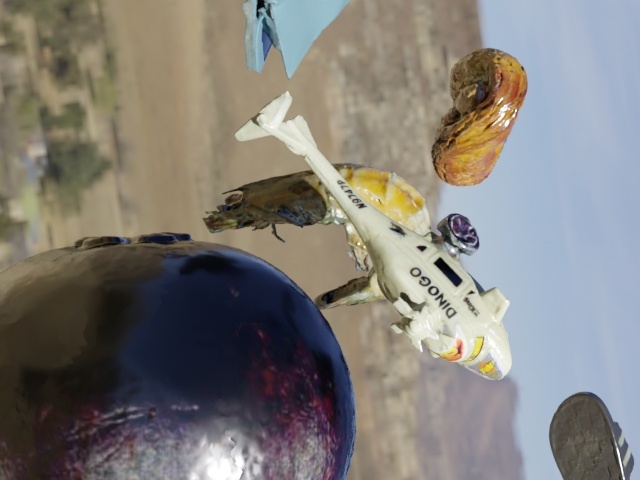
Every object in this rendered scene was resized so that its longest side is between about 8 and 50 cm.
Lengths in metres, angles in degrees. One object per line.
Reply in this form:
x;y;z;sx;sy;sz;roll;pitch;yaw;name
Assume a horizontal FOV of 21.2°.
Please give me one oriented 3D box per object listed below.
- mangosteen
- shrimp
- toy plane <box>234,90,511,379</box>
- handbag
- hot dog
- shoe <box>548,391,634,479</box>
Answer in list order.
-0.110;0.147;1.046;0.275;0.275;0.302;-9;96;-86;mangosteen
0.000;0.000;1.582;0.051;0.217;0.150;-63;143;-53;shrimp
0.052;0.002;1.358;0.286;0.092;0.108;52;34;0;toy plane
-0.024;-0.236;1.163;0.144;0.057;0.221;-60;154;-44;handbag
0.133;-0.103;1.453;0.147;0.065;0.099;108;-3;-71;hot dog
0.274;0.227;1.649;0.049;0.071;0.179;-27;101;-55;shoe
